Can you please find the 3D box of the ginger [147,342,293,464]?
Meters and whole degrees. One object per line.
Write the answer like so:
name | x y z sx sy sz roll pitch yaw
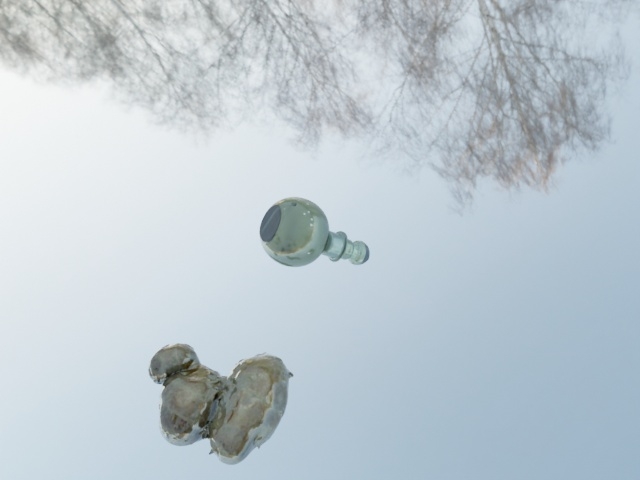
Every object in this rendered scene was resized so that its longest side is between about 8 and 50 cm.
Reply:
ginger | -0.221 0.324 1.144 0.304 0.155 0.244 11 -126 1

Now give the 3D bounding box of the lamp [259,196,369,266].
lamp | 0.000 0.000 0.739 0.091 0.163 0.090 -27 -126 46
